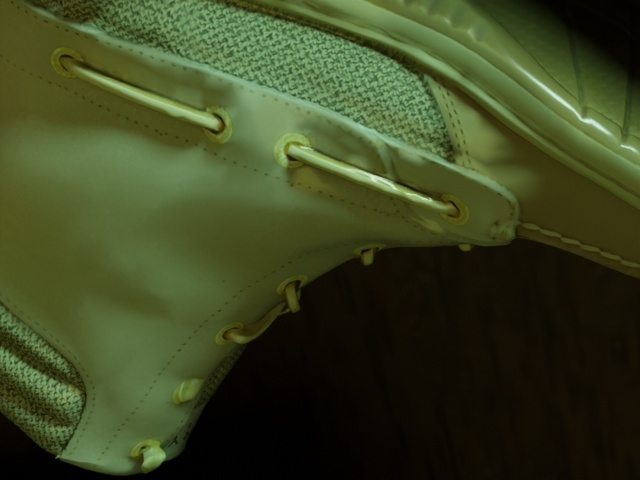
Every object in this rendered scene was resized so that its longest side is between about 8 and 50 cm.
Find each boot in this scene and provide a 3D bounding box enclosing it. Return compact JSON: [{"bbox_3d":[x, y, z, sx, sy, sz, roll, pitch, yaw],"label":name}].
[{"bbox_3d":[0.000,0.000,0.472,0.262,0.095,0.203,25,122,-5],"label":"boot"}]
